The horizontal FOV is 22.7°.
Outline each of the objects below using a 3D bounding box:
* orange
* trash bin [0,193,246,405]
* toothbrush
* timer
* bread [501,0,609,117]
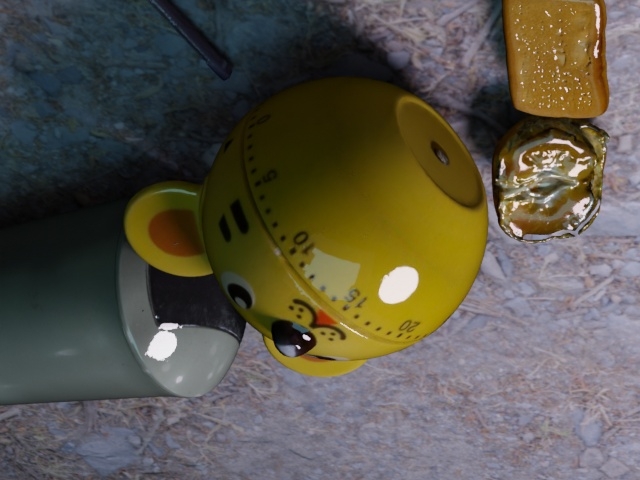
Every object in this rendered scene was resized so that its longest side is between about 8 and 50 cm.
[{"bbox_3d":[0.271,-0.082,1.920,0.170,0.112,0.160,-44,113,7],"label":"orange"},{"bbox_3d":[-0.309,0.085,2.137,0.432,0.280,0.280,-9,135,28],"label":"trash bin"},{"bbox_3d":[-0.214,-0.311,1.849,0.029,0.024,0.354,-27,126,26],"label":"toothbrush"},{"bbox_3d":[0.000,0.000,1.891,0.387,0.376,0.376,-35,121,29],"label":"timer"},{"bbox_3d":[0.265,-0.224,1.786,0.116,0.077,0.200,0,139,12],"label":"bread"}]
